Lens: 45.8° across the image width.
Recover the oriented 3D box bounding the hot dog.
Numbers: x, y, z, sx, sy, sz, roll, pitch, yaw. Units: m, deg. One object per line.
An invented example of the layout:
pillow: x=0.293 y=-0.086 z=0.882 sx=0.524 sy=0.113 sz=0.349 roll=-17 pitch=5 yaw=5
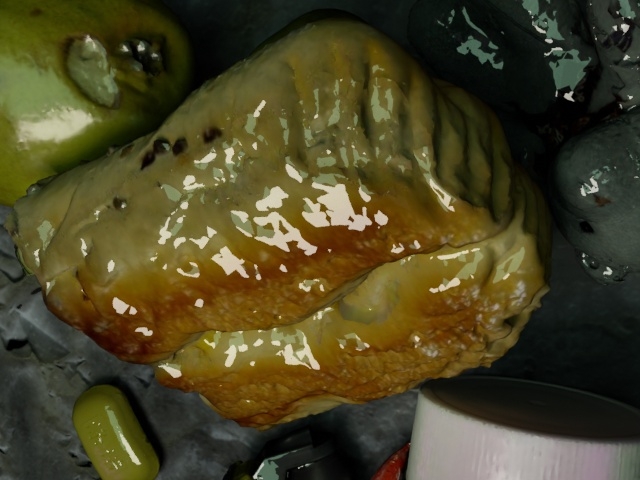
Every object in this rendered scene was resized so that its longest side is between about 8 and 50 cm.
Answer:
hot dog: x=0.000 y=0.000 z=0.639 sx=0.365 sy=0.196 sz=0.367 roll=-21 pitch=134 yaw=35

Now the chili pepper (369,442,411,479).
chili pepper: x=0.035 y=0.323 z=0.748 sx=0.050 sy=0.059 sz=0.268 roll=18 pitch=69 yaw=8

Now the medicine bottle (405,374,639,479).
medicine bottle: x=0.174 y=0.302 z=0.675 sx=0.256 sy=0.256 sz=0.325 roll=8 pitch=95 yaw=19

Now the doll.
doll: x=0.203 y=-0.100 z=0.632 sx=0.340 sy=0.158 sz=0.246 roll=43 pitch=143 yaw=-3

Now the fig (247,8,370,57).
fig: x=0.036 y=-0.094 z=0.720 sx=0.151 sy=0.151 sz=0.259 roll=-36 pitch=90 yaw=22

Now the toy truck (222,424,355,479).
toy truck: x=-0.015 y=0.327 z=0.822 sx=0.165 sy=0.147 sz=0.224 roll=-29 pitch=91 yaw=0

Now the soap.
soap: x=-0.255 y=0.246 z=0.937 sx=0.089 sy=0.045 sz=0.140 roll=-29 pitch=88 yaw=26

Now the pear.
pear: x=-0.264 y=-0.155 z=0.764 sx=0.321 sy=0.269 sz=0.269 roll=-10 pitch=96 yaw=37

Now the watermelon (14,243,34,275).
watermelon: x=-0.263 y=-0.015 z=0.893 sx=0.245 sy=0.063 sz=0.119 roll=-11 pitch=114 yaw=17
